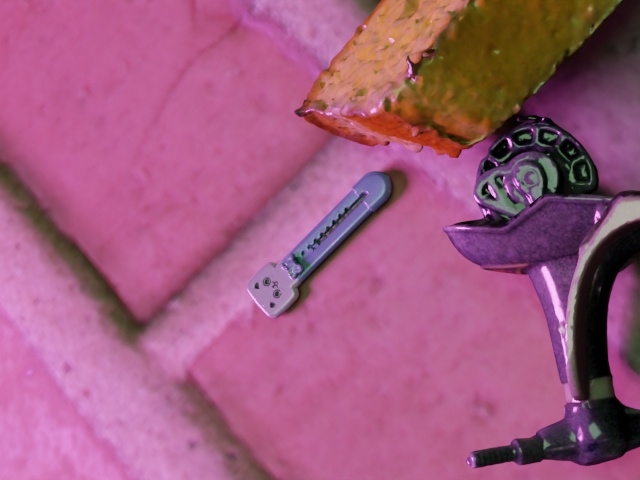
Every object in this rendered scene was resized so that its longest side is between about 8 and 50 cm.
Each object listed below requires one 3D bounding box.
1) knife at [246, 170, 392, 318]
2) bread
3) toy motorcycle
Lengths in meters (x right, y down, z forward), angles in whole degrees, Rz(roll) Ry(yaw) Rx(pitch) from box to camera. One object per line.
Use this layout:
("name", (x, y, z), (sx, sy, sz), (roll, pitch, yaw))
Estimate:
("knife", (0.000, 0.000, 0.701), (0.096, 0.010, 0.027), (-45, 67, 9))
("bread", (0.074, -0.108, 0.642), (0.187, 0.065, 0.103), (-47, 27, 1))
("toy motorcycle", (0.177, 0.028, 0.578), (0.263, 0.091, 0.157), (4, 85, 21))
